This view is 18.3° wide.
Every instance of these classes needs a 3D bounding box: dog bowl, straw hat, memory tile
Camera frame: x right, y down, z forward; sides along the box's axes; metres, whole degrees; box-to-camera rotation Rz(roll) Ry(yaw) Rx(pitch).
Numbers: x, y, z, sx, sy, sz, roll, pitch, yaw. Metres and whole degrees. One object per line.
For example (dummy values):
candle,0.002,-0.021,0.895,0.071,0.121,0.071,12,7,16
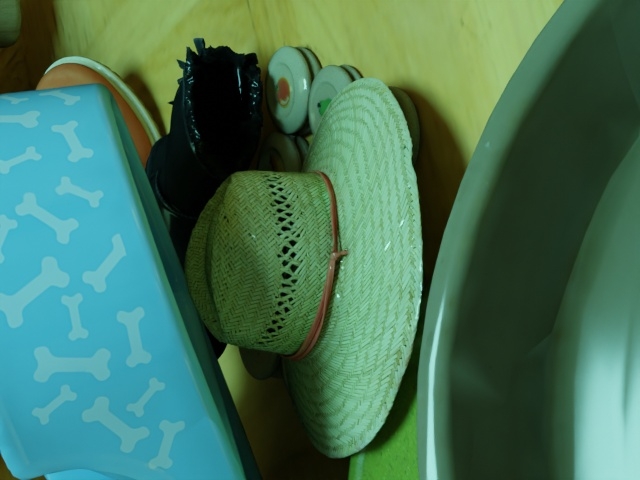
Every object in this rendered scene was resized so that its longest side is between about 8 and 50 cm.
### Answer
dog bowl,-0.073,0.068,0.768,0.166,0.074,0.297,-112,4,-55
straw hat,-0.017,0.008,0.740,0.144,0.061,0.144,-174,90,-67
memory tile,0.000,0.000,0.810,0.113,0.012,0.148,32,122,55

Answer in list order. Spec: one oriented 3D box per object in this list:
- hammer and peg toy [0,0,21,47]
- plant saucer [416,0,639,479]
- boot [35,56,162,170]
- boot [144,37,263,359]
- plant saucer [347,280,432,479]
hammer and peg toy,-0.209,-0.025,1.028,0.361,0.127,0.265,138,123,-63
plant saucer,0.149,0.030,0.409,0.278,0.041,0.277,-9,72,31
boot,-0.106,-0.018,0.910,0.059,0.085,0.158,-22,75,17
boot,-0.050,-0.016,0.845,0.099,0.045,0.121,125,146,-60
plant saucer,0.070,0.113,0.678,0.241,0.037,0.241,12,104,60
